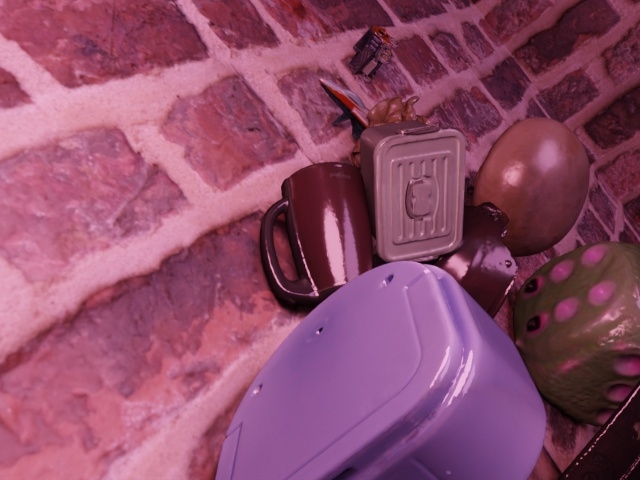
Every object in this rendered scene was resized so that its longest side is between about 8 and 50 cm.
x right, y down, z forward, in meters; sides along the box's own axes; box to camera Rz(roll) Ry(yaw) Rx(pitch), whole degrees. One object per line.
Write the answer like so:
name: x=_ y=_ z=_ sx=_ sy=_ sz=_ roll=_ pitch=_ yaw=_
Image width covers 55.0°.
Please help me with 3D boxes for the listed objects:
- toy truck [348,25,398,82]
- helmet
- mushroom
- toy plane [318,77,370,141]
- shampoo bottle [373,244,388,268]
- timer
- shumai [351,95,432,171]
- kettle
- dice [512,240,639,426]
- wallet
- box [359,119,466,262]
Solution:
toy truck: x=0.137 y=-0.497 z=1.622 sx=0.092 sy=0.083 sz=0.192 roll=39 pitch=39 yaw=-11
helmet: x=0.252 y=0.039 z=1.218 sx=0.177 sy=0.225 sz=0.305 roll=10 pitch=36 yaw=-9
mushroom: x=0.510 y=-0.140 z=1.579 sx=0.362 sy=0.363 sz=0.294 roll=8 pitch=15 yaw=-45
toy plane: x=0.108 y=-0.246 z=1.368 sx=0.326 sy=0.104 sz=0.223 roll=31 pitch=40 yaw=-22
shampoo bottle: x=0.120 y=0.088 z=1.127 sx=0.074 sy=0.074 sz=0.192 roll=25 pitch=43 yaw=-34
timer: x=0.056 y=0.198 z=0.719 sx=0.173 sy=0.395 sz=0.395 roll=42 pitch=37 yaw=-16
shumai: x=0.185 y=-0.196 z=1.224 sx=0.218 sy=0.184 sz=0.186 roll=17 pitch=81 yaw=7
kettle: x=0.000 y=0.000 z=1.015 sx=0.201 sy=0.144 sz=0.232 roll=6 pitch=57 yaw=-25
dice: x=0.663 y=0.216 z=1.427 sx=0.330 sy=0.322 sz=0.318 roll=40 pitch=38 yaw=-21
wallet: x=0.631 y=0.427 z=1.259 sx=0.170 sy=0.321 sz=0.044 roll=39 pitch=0 yaw=-20
box: x=0.151 y=-0.095 z=1.075 sx=0.163 sy=0.244 sz=0.135 roll=-12 pitch=27 yaw=-13
